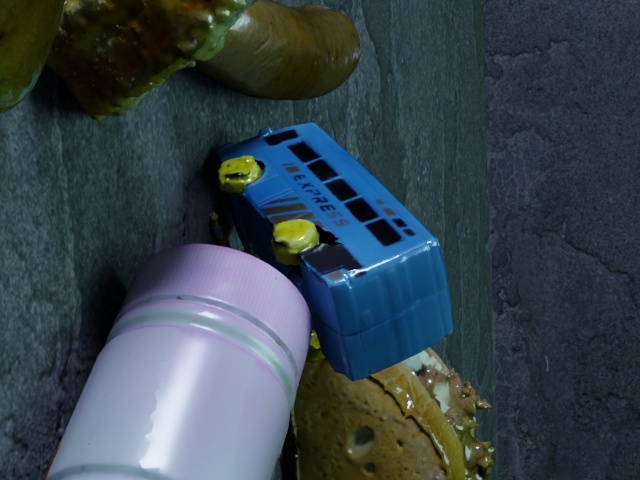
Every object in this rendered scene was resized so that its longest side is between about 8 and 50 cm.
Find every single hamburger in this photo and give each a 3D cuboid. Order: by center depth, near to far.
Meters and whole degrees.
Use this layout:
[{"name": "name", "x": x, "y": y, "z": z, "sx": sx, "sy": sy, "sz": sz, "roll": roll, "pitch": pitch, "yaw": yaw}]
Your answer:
[{"name": "hamburger", "x": 0.115, "y": 0.310, "z": 1.890, "sx": 0.268, "sy": 0.287, "sz": 0.445, "roll": -50, "pitch": 139, "yaw": -66}]

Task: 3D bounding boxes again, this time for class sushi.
[{"name": "sushi", "x": -0.160, "y": -0.217, "z": 1.192, "sx": 0.139, "sy": 0.274, "sz": 0.184, "roll": 54, "pitch": 27, "yaw": -15}]

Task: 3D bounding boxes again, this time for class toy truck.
[{"name": "toy truck", "x": 0.000, "y": 0.000, "z": 1.472, "sx": 0.385, "sy": 0.162, "sz": 0.161, "roll": -132, "pitch": -155, "yaw": -56}]

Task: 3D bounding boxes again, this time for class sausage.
[{"name": "sausage", "x": -0.120, "y": 0.002, "z": 1.596, "sx": 0.015, "sy": 0.015, "sz": 0.100, "roll": -72, "pitch": 154, "yaw": -44}, {"name": "sausage", "x": -0.058, "y": -0.241, "z": 1.617, "sx": 0.501, "sy": 0.123, "sz": 0.136, "roll": -15, "pitch": 102, "yaw": -70}]

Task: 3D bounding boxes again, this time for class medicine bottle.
[{"name": "medicine bottle", "x": -0.135, "y": 0.181, "z": 1.251, "sx": 0.315, "sy": 0.202, "sz": 0.202, "roll": -72, "pitch": 154, "yaw": -42}]

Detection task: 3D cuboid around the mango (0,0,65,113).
[{"name": "mango", "x": -0.260, "y": -0.242, "z": 0.979, "sx": 0.192, "sy": 0.146, "sz": 0.316, "roll": -60, "pitch": 152, "yaw": -43}]
